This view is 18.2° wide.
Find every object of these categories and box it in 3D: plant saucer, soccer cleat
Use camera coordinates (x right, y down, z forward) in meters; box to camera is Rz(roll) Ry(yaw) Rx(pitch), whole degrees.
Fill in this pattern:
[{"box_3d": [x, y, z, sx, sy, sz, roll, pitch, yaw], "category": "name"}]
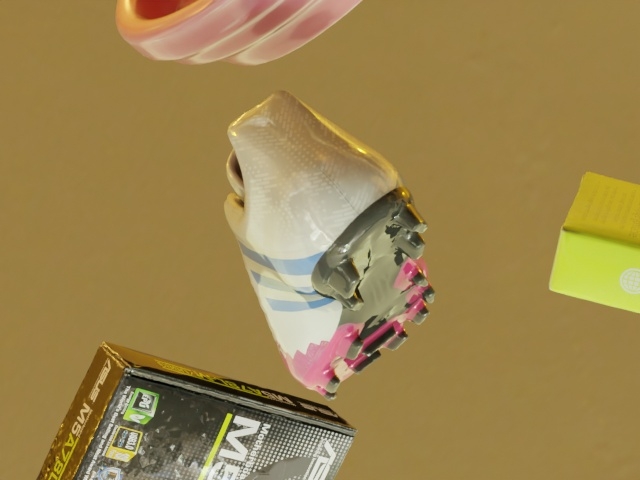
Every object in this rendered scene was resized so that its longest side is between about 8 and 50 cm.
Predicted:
[{"box_3d": [-0.003, -0.242, 1.393, 0.084, 0.332, 0.332, 41, -125, -23], "category": "plant saucer"}, {"box_3d": [0.000, 0.000, 1.349, 0.116, 0.331, 0.143, -39, -105, -14], "category": "soccer cleat"}]

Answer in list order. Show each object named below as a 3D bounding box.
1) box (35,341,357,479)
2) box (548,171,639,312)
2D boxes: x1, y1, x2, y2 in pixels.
[{"box_3d": [-0.092, 0.171, 1.210, 0.184, 0.045, 0.190, 21, -81, -37], "category": "box"}, {"box_3d": [0.222, 0.014, 1.098, 0.178, 0.042, 0.109, 14, -159, 9], "category": "box"}]
